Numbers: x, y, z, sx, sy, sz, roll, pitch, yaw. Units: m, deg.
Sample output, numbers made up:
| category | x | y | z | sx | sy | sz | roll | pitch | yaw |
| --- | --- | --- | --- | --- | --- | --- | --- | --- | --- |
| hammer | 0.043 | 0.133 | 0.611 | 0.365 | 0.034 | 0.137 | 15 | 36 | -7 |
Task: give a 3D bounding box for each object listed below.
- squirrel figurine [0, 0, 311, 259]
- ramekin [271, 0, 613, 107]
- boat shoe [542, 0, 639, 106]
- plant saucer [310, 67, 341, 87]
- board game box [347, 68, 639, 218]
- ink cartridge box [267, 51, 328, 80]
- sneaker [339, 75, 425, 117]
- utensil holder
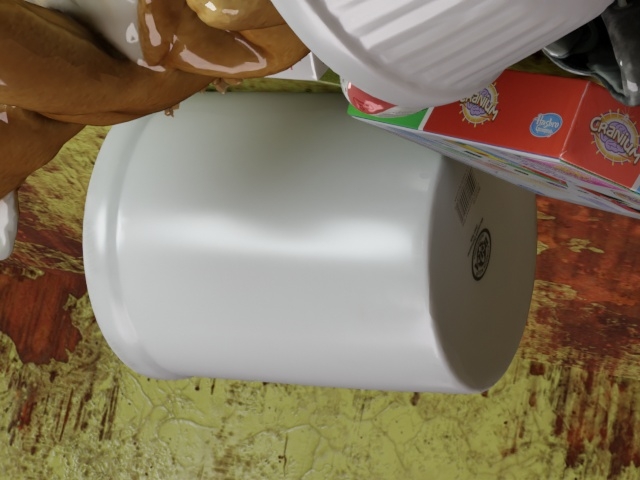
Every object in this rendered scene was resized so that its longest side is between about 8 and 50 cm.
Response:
| category | x | y | z | sx | sy | sz | roll | pitch | yaw |
| --- | --- | --- | --- | --- | --- | --- | --- | --- | --- |
| squirrel figurine | -0.145 | -0.152 | 1.099 | 0.370 | 0.281 | 0.397 | -42 | 167 | 27 |
| ramekin | 0.073 | -0.218 | 0.878 | 0.127 | 0.272 | 0.273 | -15 | 152 | 39 |
| boat shoe | 0.186 | -0.168 | 1.030 | 0.119 | 0.121 | 0.335 | -17 | -163 | -2 |
| plant saucer | 0.032 | -0.190 | 1.463 | 0.188 | 0.045 | 0.188 | 12 | 167 | 2 |
| board game box | 0.205 | -0.080 | 1.351 | 0.242 | 0.064 | 0.316 | 20 | 180 | -32 |
| ink cartridge box | -0.050 | -0.201 | 1.327 | 0.198 | 0.067 | 0.115 | 6 | 124 | 22 |
| sneaker | 0.067 | -0.131 | 1.034 | 0.088 | 0.225 | 0.092 | 41 | 126 | -1 |
| utensil holder | 0.000 | 0.000 | 1.686 | 0.385 | 0.327 | 0.327 | 3 | 164 | 27 |
